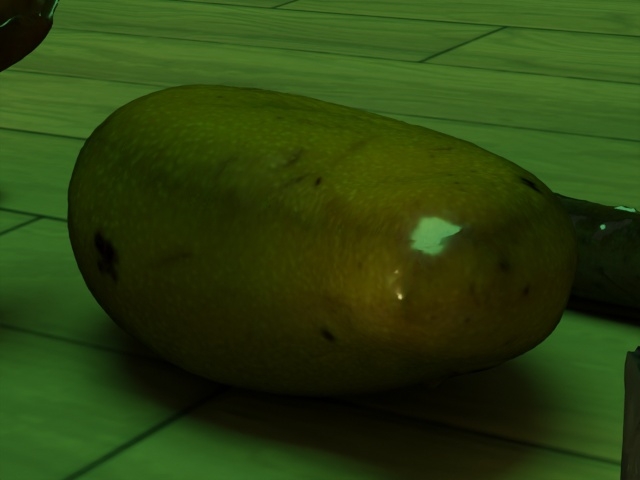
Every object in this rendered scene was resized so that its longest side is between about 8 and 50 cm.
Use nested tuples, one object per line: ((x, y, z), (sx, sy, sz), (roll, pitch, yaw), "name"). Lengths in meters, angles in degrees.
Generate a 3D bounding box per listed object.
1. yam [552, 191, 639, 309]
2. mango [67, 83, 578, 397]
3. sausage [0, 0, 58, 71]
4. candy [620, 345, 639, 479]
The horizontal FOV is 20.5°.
((0.092, -0.007, 0.883), (0.241, 0.057, 0.056), (13, 24, 42), "yam")
((-0.001, 0.006, 0.765), (0.177, 0.120, 0.295), (-6, 18, -34), "mango")
((-0.264, -0.074, 0.767), (0.330, 0.102, 0.102), (-28, 29, -32), "sausage")
((0.251, 0.074, 0.554), (0.312, 0.088, 0.061), (-3, 23, 0), "candy")
